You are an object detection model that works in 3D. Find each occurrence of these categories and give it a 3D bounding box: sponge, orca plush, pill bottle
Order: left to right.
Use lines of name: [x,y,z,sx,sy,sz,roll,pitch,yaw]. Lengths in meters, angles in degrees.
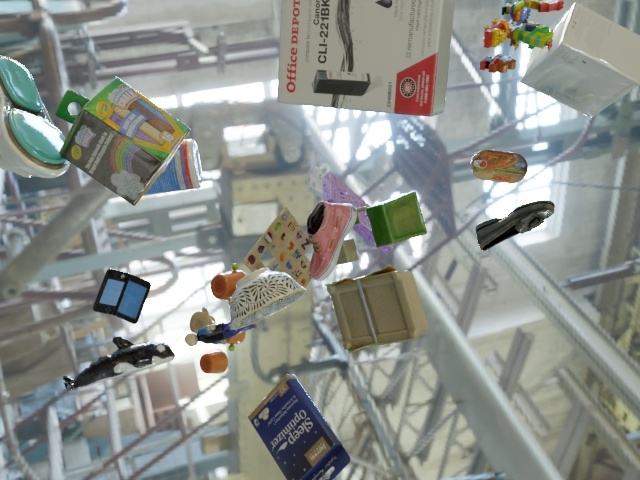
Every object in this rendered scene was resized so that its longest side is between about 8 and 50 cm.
orca plush: [-0.533,0.305,2.082,0.151,0.287,0.102,122,-50,-75]
pill bottle: [-0.403,-0.170,1.907,0.124,0.222,0.124,172,-90,-89]
sponge: [0.088,-0.065,1.891,0.031,0.210,0.117,-40,-153,25]

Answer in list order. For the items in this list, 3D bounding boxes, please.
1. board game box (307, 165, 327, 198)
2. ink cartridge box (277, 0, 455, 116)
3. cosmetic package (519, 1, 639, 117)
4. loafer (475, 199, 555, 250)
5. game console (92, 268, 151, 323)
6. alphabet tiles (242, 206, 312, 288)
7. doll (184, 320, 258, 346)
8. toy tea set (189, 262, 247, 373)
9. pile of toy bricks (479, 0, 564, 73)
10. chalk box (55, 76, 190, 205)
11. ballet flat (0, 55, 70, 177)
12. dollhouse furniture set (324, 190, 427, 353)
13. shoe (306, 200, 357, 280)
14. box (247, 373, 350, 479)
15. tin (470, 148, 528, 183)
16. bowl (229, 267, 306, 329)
board game box: [0.008,-0.159,2.291,0.020,0.090,0.090,-42,-152,39]
ink cartridge box: [0.072,-0.318,1.329,0.114,0.273,0.196,-32,128,-66]
cosmetic package: [0.669,-0.449,2.017,0.224,0.225,0.138,134,-22,-72]
loafer: [0.593,-0.039,2.412,0.268,0.096,0.084,-24,-129,39]
game console: [-0.619,0.175,2.478,0.085,0.124,0.144,22,-88,43]
alphabet tiles: [-0.096,0.056,2.191,0.009,0.198,0.237,14,-31,43]
doll: [-0.256,0.235,2.037,0.129,0.189,0.046,82,-10,-62]
toy tea set: [-0.272,0.240,2.373,0.200,0.124,0.336,44,-65,28]
pile of toy bricks: [0.392,-0.386,1.501,0.105,0.212,0.118,24,-43,30]
chalk box: [-0.374,-0.194,1.444,0.132,0.213,0.132,-47,-169,37]
ballet flat: [-0.586,-0.210,1.543,0.400,0.139,0.139,54,-27,40]
dollhouse furniture set: [0.129,0.070,1.718,0.198,0.151,0.301,-14,-87,36]
shoe: [0.000,0.000,1.586,0.063,0.081,0.178,52,-56,46]
box: [-0.046,0.403,1.629,0.136,0.036,0.225,-49,-123,15]
tin: [0.601,-0.250,2.684,0.040,0.190,0.106,-83,-179,-81]
bowl: [-0.121,0.107,1.603,0.080,0.170,0.170,62,-17,11]
